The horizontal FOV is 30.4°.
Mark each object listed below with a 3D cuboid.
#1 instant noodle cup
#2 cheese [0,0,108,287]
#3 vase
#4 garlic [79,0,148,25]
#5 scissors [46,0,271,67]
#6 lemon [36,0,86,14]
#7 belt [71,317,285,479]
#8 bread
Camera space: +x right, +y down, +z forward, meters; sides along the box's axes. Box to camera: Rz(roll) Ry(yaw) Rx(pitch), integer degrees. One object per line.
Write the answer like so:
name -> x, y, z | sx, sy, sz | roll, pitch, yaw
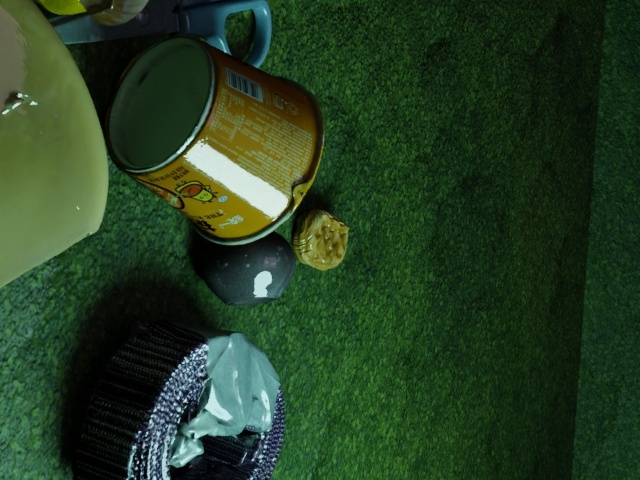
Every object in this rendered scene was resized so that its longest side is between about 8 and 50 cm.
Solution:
instant noodle cup -> -0.129, -0.121, 1.331 | 0.172, 0.215, 0.216 | 29, 69, -48
cheese -> -0.317, -0.108, 1.069 | 0.259, 0.128, 0.316 | -39, 123, -48
vase -> -0.096, -0.012, 1.493 | 0.120, 0.120, 0.183 | 6, 75, -60
garlic -> -0.222, -0.300, 1.051 | 0.214, 0.160, 0.191 | 7, 44, -58
scissors -> -0.186, -0.266, 1.370 | 0.447, 0.029, 0.193 | -29, 118, -56
lemon -> -0.254, -0.272, 1.201 | 0.111, 0.082, 0.082 | -51, 136, -44
belt -> -0.154, 0.230, 1.410 | 0.325, 0.122, 0.260 | 21, 80, -60
bread -> 0.000, 0.000, 1.719 | 0.110, 0.044, 0.083 | 23, 78, -57
